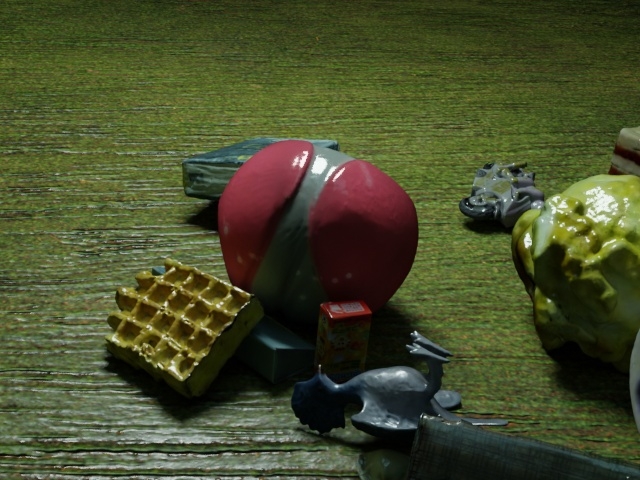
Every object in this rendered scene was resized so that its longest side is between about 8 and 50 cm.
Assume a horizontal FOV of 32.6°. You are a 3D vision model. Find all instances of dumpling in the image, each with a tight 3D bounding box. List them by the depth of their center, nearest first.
[{"bbox_3d":[0.081,0.281,1.315,0.077,0.043,0.059,19,44,-10],"label":"dumpling"}]

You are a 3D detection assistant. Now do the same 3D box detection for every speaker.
[{"bbox_3d":[0.002,-0.008,1.584,0.294,0.294,0.294,5,28,-3],"label":"speaker"}]

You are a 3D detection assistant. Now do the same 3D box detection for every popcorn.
[{"bbox_3d":[0.442,0.044,1.605,0.312,0.312,0.312,5,28,-3],"label":"popcorn"}]

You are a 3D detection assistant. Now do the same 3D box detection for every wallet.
[{"bbox_3d":[0.245,0.304,1.195,0.317,0.169,0.044,12,-13,11],"label":"wallet"}]

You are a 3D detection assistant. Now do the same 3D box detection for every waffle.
[{"bbox_3d":[-0.205,0.111,1.489,0.211,0.055,0.160,20,61,33],"label":"waffle"}]

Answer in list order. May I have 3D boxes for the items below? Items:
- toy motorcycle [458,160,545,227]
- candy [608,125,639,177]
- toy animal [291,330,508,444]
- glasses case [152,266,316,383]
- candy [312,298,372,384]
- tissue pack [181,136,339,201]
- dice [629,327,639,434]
[{"bbox_3d":[0.348,-0.081,1.999,0.152,0.073,0.225,17,32,16],"label":"toy motorcycle"},{"bbox_3d":[0.727,-0.150,2.143,0.320,0.135,0.179,-13,33,-35],"label":"candy"},{"bbox_3d":[0.102,0.205,1.387,0.255,0.176,0.239,31,14,8],"label":"toy animal"},{"bbox_3d":[-0.131,0.119,1.569,0.266,0.056,0.105,30,12,36],"label":"glasses case"},{"bbox_3d":[0.029,0.140,1.472,0.062,0.122,0.038,-5,30,-22],"label":"candy"},{"bbox_3d":[-0.098,-0.122,1.909,0.185,0.081,0.257,6,16,24],"label":"tissue pack"},{"bbox_3d":[0.557,0.174,1.386,0.259,0.251,0.243,-3,31,-18],"label":"dice"}]
